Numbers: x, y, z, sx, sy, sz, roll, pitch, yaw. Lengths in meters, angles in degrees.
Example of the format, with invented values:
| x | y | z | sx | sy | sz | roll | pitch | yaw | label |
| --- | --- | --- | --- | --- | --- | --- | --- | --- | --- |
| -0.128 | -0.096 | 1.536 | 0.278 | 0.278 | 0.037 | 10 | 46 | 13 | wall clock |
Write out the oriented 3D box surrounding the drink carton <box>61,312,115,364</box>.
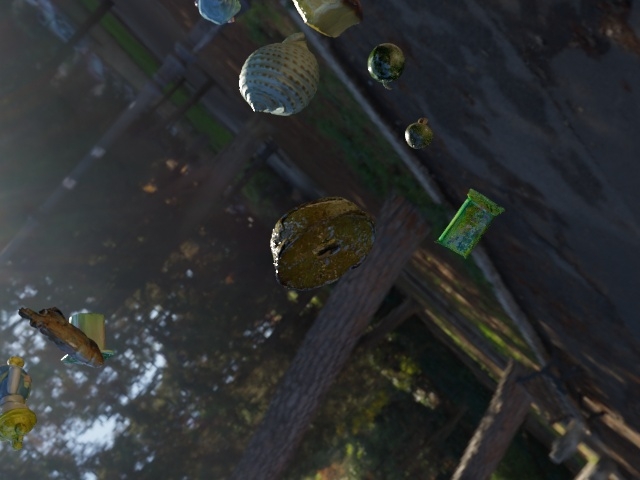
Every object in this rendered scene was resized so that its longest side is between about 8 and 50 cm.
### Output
| x | y | z | sx | sy | sz | roll | pitch | yaw | label |
| --- | --- | --- | --- | --- | --- | --- | --- | --- | --- |
| -0.763 | 0.318 | 2.376 | 0.144 | 0.146 | 0.143 | 8 | -117 | -38 | drink carton |

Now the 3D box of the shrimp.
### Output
| x | y | z | sx | sy | sz | roll | pitch | yaw | label |
| --- | --- | --- | --- | --- | --- | --- | --- | --- | --- |
| -0.602 | 0.209 | 1.710 | 0.254 | 0.059 | 0.145 | 45 | 175 | -29 | shrimp |

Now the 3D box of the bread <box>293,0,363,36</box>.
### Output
| x | y | z | sx | sy | sz | roll | pitch | yaw | label |
| --- | --- | --- | --- | --- | --- | --- | --- | --- | --- |
| -0.026 | -0.720 | 1.944 | 0.333 | 0.143 | 0.323 | 58 | -166 | -4 | bread |

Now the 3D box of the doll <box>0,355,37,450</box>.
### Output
| x | y | z | sx | sy | sz | roll | pitch | yaw | label |
| --- | --- | --- | --- | --- | --- | --- | --- | --- | --- |
| -0.686 | 0.359 | 1.611 | 0.099 | 0.135 | 0.241 | 49 | -179 | -44 | doll |

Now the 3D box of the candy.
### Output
| x | y | z | sx | sy | sz | roll | pitch | yaw | label |
| --- | --- | --- | --- | --- | --- | --- | --- | --- | --- |
| 0.376 | -0.038 | 1.848 | 0.102 | 0.178 | 0.032 | 27 | -150 | -8 | candy |

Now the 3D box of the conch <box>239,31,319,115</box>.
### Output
| x | y | z | sx | sy | sz | roll | pitch | yaw | label |
| --- | --- | --- | --- | --- | --- | --- | --- | --- | --- |
| -0.072 | -0.346 | 1.546 | 0.172 | 0.200 | 0.131 | 41 | -179 | -34 | conch |

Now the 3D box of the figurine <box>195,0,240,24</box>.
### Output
| x | y | z | sx | sy | sz | roll | pitch | yaw | label |
| --- | --- | --- | --- | --- | --- | --- | --- | --- | --- |
| -0.253 | -0.660 | 1.830 | 0.205 | 0.103 | 0.260 | 18 | 145 | -19 | figurine |

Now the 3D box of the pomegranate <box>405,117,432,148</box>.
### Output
| x | y | z | sx | sy | sz | roll | pitch | yaw | label |
| --- | --- | --- | --- | --- | --- | --- | --- | --- | --- |
| 0.255 | -0.283 | 1.903 | 0.073 | 0.073 | 0.085 | 46 | -148 | -74 | pomegranate |

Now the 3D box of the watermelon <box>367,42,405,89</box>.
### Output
| x | y | z | sx | sy | sz | roll | pitch | yaw | label |
| --- | --- | --- | --- | --- | --- | --- | --- | --- | --- |
| 0.164 | -0.443 | 1.835 | 0.109 | 0.109 | 0.109 | 41 | 179 | 1 | watermelon |

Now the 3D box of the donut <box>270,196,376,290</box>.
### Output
| x | y | z | sx | sy | sz | roll | pitch | yaw | label |
| --- | --- | --- | --- | --- | --- | --- | --- | --- | --- |
| 0.000 | 0.000 | 1.767 | 0.272 | 0.272 | 0.107 | 43 | -166 | -53 | donut |
